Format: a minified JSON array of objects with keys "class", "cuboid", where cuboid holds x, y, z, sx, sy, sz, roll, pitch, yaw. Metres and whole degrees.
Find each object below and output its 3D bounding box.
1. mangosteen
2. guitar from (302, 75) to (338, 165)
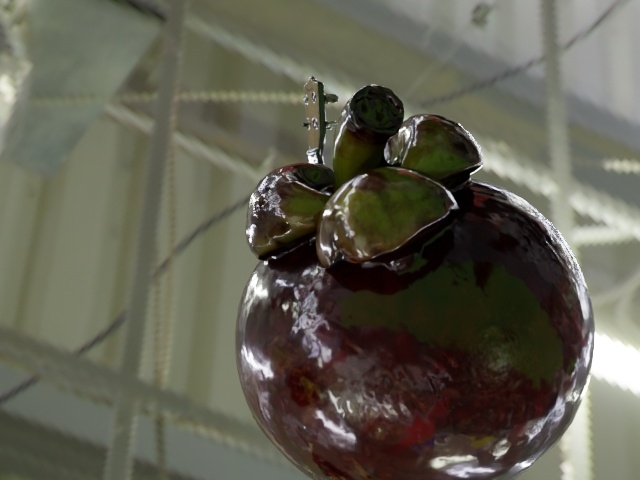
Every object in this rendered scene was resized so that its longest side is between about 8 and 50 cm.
[{"class":"mangosteen","cuboid":[0.048,0.030,1.143,0.215,0.257,0.215,-10,-146,7]},{"class":"guitar","cuboid":[0.002,-0.001,1.634,0.038,0.084,0.271,3,-94,-30]}]
